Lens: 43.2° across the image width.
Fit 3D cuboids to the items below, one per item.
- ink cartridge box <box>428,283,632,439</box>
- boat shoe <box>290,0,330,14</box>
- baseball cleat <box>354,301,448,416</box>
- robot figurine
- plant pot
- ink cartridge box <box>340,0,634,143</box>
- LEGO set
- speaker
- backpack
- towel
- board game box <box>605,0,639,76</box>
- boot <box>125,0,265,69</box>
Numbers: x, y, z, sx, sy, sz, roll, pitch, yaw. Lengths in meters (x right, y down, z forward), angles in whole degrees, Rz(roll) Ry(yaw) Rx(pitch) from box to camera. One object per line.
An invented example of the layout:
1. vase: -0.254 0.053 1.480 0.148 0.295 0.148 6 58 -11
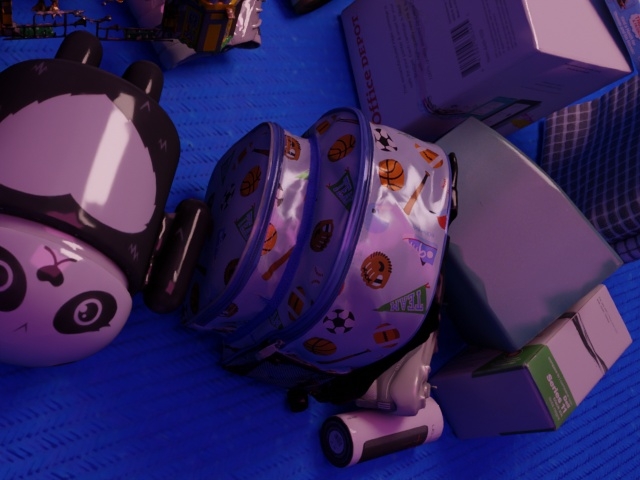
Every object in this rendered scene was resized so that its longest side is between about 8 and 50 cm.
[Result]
1. ink cartridge box: 0.257 0.145 0.977 0.208 0.153 0.087 -31 95 -40
2. boat shoe: 0.032 -0.366 1.047 0.223 0.080 0.073 -40 103 -35
3. baseball cleat: 0.082 0.115 0.906 0.206 0.109 0.072 -61 154 -63
4. robot figurine: -0.214 -0.035 0.664 0.174 0.209 0.278 73 25 -59
5. plant pot: 0.192 -0.016 0.956 0.165 0.166 0.234 -37 91 -9
6. ink cartridge box: 0.195 -0.247 1.002 0.197 0.270 0.198 -1 74 -40
7. LEGO set: -0.208 -0.305 0.700 0.331 0.192 0.255 2 61 -18
8. speaker: 0.068 0.204 0.873 0.136 0.055 0.055 -3 75 -39
9. backpack: 0.000 0.000 0.760 0.213 0.263 0.277 18 64 -32
10. towel: 0.422 -0.105 1.151 0.121 0.235 0.284 28 58 -20
11. board game box: 0.410 -0.240 0.983 0.211 0.039 0.160 59 38 -13
12. boot: -0.094 -0.275 0.912 0.258 0.095 0.123 -29 98 -29
